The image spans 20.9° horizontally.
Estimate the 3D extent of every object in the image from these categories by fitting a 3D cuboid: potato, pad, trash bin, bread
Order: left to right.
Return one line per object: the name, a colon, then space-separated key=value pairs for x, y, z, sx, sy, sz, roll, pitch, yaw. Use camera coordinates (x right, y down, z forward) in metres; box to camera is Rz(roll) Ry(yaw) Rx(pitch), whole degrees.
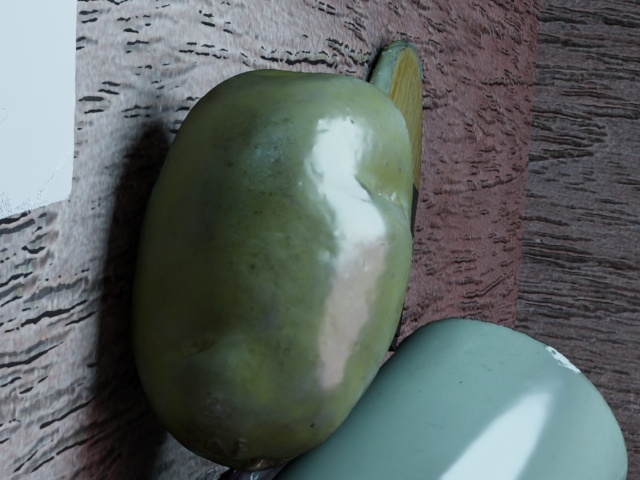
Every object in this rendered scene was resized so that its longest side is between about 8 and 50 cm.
pad: x=-0.207 y=-0.091 z=1.138 sx=0.232 sy=0.004 sz=0.157 roll=-28 pitch=122 yaw=-73
potato: x=-0.038 y=0.023 z=1.406 sx=0.243 sy=0.220 sz=0.327 roll=39 pitch=59 yaw=-85
trash bin: x=0.055 y=0.283 z=1.427 sx=0.432 sy=0.280 sz=0.280 roll=-46 pitch=142 yaw=-41
bread: x=0.092 y=-0.127 z=2.227 sx=0.267 sy=0.040 sz=0.267 roll=4 pitch=90 yaw=-76

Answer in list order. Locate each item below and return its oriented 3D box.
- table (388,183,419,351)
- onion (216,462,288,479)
table: x=0.000 y=0.000 z=1.641 sx=0.193 sy=0.172 sz=0.169 roll=53 pitch=43 yaw=-69
onion: x=-0.062 y=0.300 z=1.597 sx=0.314 sy=0.146 sz=0.280 roll=-54 pitch=132 yaw=-31
